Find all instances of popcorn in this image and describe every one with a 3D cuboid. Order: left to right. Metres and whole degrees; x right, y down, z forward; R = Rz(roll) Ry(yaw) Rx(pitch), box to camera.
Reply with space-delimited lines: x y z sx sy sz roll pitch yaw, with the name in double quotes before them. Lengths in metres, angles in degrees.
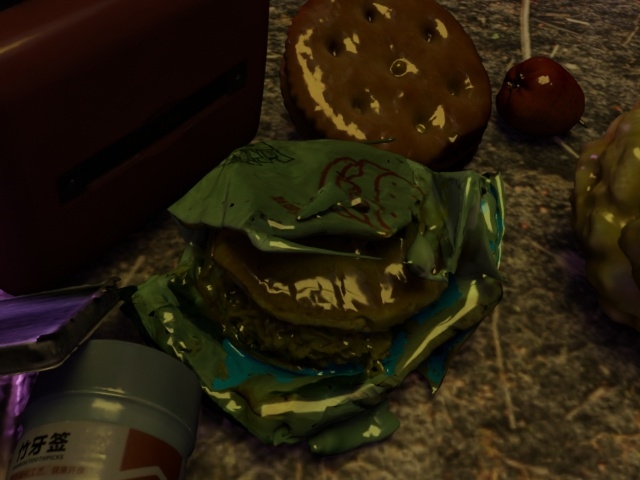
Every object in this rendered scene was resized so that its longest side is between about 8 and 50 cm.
"popcorn" 0.313 -0.015 0.535 0.255 0.194 0.256 -11 31 -25

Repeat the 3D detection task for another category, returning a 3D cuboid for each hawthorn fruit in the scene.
"hawthorn fruit" 0.236 -0.143 0.724 0.093 0.081 0.081 27 42 -24

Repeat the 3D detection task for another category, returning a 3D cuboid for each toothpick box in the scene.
"toothpick box" -0.125 0.145 0.380 0.101 0.101 0.153 5 48 -4

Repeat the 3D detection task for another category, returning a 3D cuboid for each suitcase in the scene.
"suitcase" -0.177 -0.123 0.528 0.161 0.236 0.297 32 51 19

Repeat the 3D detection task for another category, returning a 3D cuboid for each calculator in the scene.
"calculator" -0.261 0.063 0.403 0.262 0.021 0.161 -9 9 -2

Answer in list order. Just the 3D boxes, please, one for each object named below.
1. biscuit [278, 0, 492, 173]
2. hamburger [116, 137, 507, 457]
"biscuit" 0.067 -0.153 0.666 0.221 0.066 0.220 6 67 -15
"hamburger" 0.002 0.002 0.499 0.261 0.150 0.276 22 49 14
